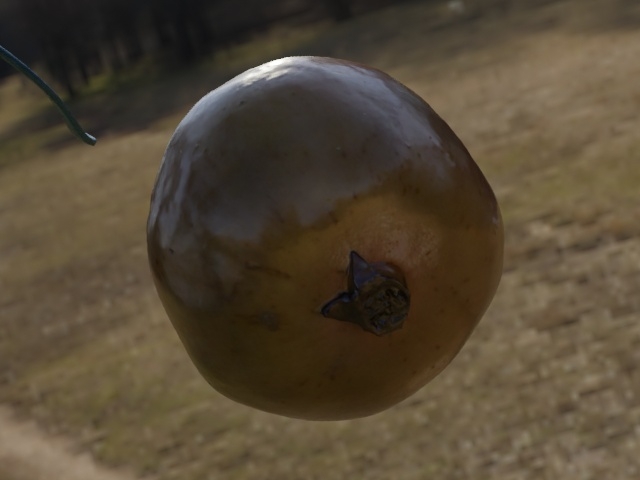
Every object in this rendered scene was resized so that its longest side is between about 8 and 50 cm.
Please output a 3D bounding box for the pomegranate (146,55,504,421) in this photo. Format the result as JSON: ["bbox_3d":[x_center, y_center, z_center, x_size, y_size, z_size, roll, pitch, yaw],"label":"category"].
[{"bbox_3d":[-0.003,0.001,0.990,0.191,0.191,0.191,-16,9,3],"label":"pomegranate"}]

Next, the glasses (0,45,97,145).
[{"bbox_3d":[-0.235,-0.040,1.053,0.088,0.190,0.220,27,1,28],"label":"glasses"}]
